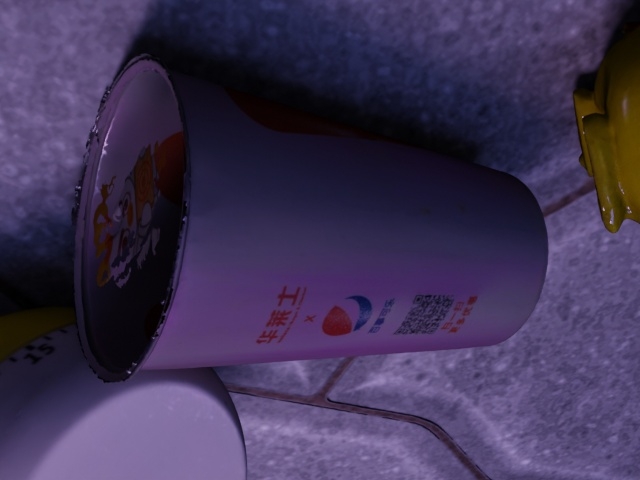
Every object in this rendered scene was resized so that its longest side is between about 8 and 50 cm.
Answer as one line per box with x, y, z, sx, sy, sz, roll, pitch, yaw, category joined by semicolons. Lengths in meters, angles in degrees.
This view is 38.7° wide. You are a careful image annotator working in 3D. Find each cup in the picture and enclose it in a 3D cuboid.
0.000;0.000;0.613;0.289;0.203;0.203;6;131;-29;cup

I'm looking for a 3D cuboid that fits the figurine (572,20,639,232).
0.337;-0.087;0.607;0.327;0.218;0.169;3;115;8;figurine

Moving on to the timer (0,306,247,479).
-0.221;0.170;0.689;0.285;0.285;0.285;-8;135;-9;timer
